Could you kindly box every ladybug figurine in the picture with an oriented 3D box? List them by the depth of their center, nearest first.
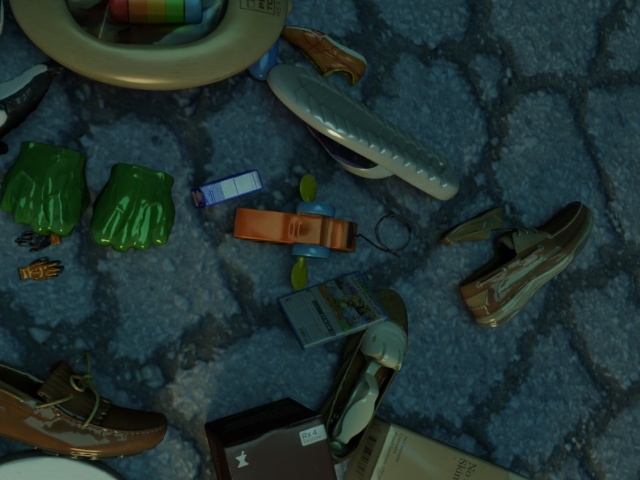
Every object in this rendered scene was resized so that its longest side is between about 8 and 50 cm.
[{"bbox_3d":[-0.271,-0.386,1.337,0.449,0.162,0.305,2,83,-12],"label":"ladybug figurine"}]

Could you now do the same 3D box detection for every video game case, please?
[{"bbox_3d":[0.021,0.124,1.454,0.166,0.015,0.119,-18,50,-17],"label":"video game case"}]

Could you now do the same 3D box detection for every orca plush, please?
[{"bbox_3d":[-0.537,-0.193,1.317,0.151,0.102,0.287,30,62,31],"label":"orca plush"}]

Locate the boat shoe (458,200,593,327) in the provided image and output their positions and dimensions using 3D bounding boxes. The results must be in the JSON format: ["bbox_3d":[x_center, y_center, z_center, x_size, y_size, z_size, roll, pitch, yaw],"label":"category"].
[{"bbox_3d":[0.397,0.026,1.561,0.324,0.123,0.116,-43,98,-16],"label":"boat shoe"}]

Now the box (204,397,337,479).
[{"bbox_3d":[-0.082,0.377,1.352,0.168,0.203,0.167,-14,92,-17],"label":"box"}]

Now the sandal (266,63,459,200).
[{"bbox_3d":[0.069,-0.171,1.471,0.416,0.169,0.102,30,120,-14],"label":"sandal"}]

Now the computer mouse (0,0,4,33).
[{"bbox_3d":[-0.522,-0.399,1.240,0.106,0.042,0.193,1,93,23],"label":"computer mouse"}]

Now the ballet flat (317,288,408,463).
[{"bbox_3d":[0.083,0.247,1.449,0.116,0.124,0.342,31,79,-12],"label":"ballet flat"}]

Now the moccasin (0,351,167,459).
[{"bbox_3d":[-0.429,0.250,1.295,0.380,0.139,0.147,18,91,-6],"label":"moccasin"}]

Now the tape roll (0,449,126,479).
[{"bbox_3d":[-0.453,0.532,1.299,0.392,0.072,0.392,1,87,-17],"label":"tape roll"}]

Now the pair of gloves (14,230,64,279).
[{"bbox_3d":[-0.468,0.024,1.348,0.074,0.010,0.083,-5,88,-17],"label":"pair of gloves"}]

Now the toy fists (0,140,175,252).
[{"bbox_3d":[-0.381,-0.060,1.338,0.279,0.096,0.142,14,74,-15],"label":"toy fists"}]

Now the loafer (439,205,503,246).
[{"bbox_3d":[0.299,-0.020,1.563,0.148,0.056,0.050,-25,89,-16],"label":"loafer"}]

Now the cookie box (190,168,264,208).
[{"bbox_3d":[-0.162,-0.090,1.406,0.107,0.092,0.040,-19,96,-18],"label":"cookie box"}]

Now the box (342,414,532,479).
[{"bbox_3d":[0.215,0.443,1.483,0.311,0.121,0.148,23,80,-15],"label":"box"}]

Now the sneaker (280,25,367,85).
[{"bbox_3d":[0.003,-0.340,1.484,0.175,0.064,0.067,25,90,-12],"label":"sneaker"}]

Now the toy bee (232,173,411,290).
[{"bbox_3d":[0.000,0.000,1.439,0.298,0.162,0.195,27,88,11],"label":"toy bee"}]

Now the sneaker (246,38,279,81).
[{"bbox_3d":[-0.103,-0.392,1.444,0.069,0.082,0.209,2,88,-19],"label":"sneaker"}]
